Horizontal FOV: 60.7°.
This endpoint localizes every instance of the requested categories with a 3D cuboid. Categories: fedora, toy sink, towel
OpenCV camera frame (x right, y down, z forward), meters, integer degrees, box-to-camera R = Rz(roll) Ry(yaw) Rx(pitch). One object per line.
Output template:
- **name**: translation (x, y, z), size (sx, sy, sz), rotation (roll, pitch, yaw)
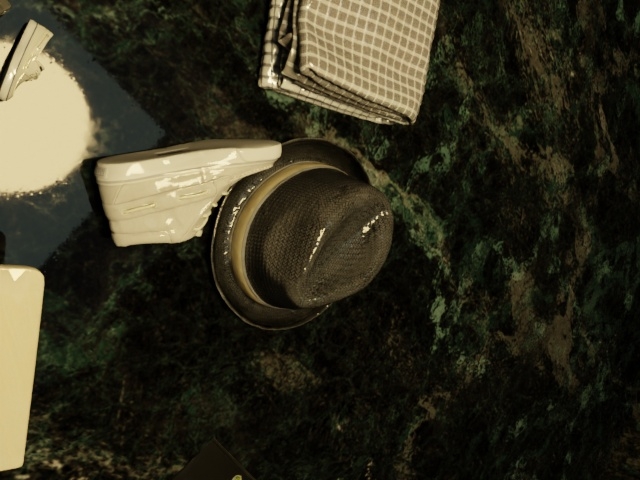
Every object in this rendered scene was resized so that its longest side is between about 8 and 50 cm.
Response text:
- **fedora**: translation (0.000, 0.000, 0.860), size (0.334, 0.153, 0.333), rotation (-9, 104, -36)
- **toy sink**: translation (-0.404, 0.122, 0.591), size (0.153, 0.131, 0.234), rotation (3, 103, -38)
- **towel**: translation (0.058, -0.324, 0.855), size (0.284, 0.121, 0.234), rotation (8, 94, -38)

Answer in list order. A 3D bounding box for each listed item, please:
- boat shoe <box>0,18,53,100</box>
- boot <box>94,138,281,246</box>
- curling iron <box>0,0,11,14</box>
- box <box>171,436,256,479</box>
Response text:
- **boat shoe**: translation (-0.339, -0.203, 0.633), size (0.035, 0.035, 0.100), rotation (25, 78, -35)
- **boot**: translation (-0.172, -0.069, 0.764), size (0.259, 0.095, 0.123), rotation (-14, 114, -26)
- **curling iron**: translation (-0.428, -0.339, 0.534), size (0.068, 0.035, 0.274), rotation (-52, 125, -12)
- **box**: translation (-0.176, 0.408, 0.794), size (0.191, 0.184, 0.045), rotation (-43, 124, -21)
